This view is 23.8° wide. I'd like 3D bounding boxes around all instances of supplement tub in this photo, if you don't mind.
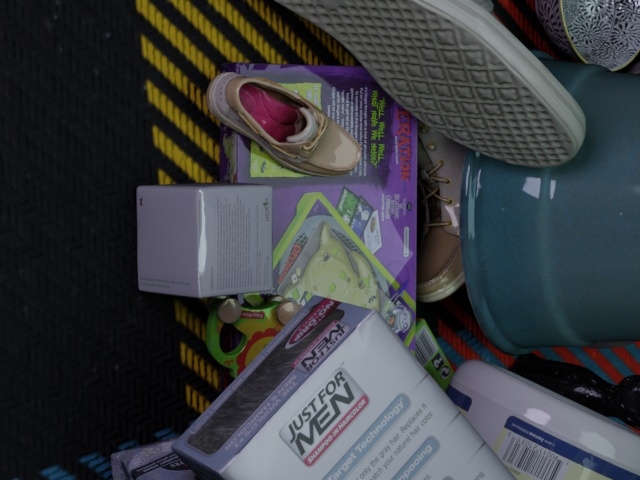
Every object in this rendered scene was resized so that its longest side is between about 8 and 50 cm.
[{"bbox_3d":[0.184,0.310,1.564,0.235,0.235,0.325,25,90,-40],"label":"supplement tub"}]

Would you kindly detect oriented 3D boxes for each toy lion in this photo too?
[{"bbox_3d":[-0.063,0.100,1.434,0.100,0.034,0.096,5,99,-29],"label":"toy lion"}]

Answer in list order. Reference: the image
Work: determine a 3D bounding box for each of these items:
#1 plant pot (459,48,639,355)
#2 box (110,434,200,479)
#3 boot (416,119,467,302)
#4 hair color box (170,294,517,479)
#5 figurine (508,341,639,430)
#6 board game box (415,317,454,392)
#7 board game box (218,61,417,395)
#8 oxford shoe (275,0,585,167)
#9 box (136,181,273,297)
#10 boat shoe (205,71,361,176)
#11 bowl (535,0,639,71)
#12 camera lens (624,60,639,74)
[{"bbox_3d":[0.368,-0.033,1.603,0.341,0.334,0.341,-9,101,-58],"label":"plant pot"},{"bbox_3d":[-0.047,0.254,1.398,0.247,0.142,0.163,-13,106,-27],"label":"box"},{"bbox_3d":[0.119,-0.058,1.609,0.165,0.077,0.213,50,55,-33],"label":"boot"},{"bbox_3d":[0.068,0.245,1.310,0.185,0.113,0.374,-46,113,-16],"label":"hair color box"},{"bbox_3d":[0.354,0.133,1.741,0.215,0.209,0.092,-49,122,-28],"label":"figurine"},{"bbox_3d":[0.053,0.211,1.597,0.259,0.039,0.124,-48,121,-32],"label":"board game box"},{"bbox_3d":[0.000,0.000,1.502,0.208,0.056,0.347,-1,94,-25],"label":"board game box"},{"bbox_3d":[0.080,-0.234,1.439,0.449,0.169,0.130,37,57,-8],"label":"oxford shoe"},{"bbox_3d":[-0.106,-0.002,1.396,0.087,0.101,0.102,-3,95,-41],"label":"box"},{"bbox_3d":[-0.026,-0.105,1.420,0.170,0.059,0.063,24,82,-29],"label":"boat shoe"},{"bbox_3d":[0.301,-0.279,1.752,0.170,0.080,0.170,-4,96,-42],"label":"bowl"},{"bbox_3d":[0.496,-0.164,1.837,0.274,0.219,0.219,-36,115,-36],"label":"camera lens"}]
